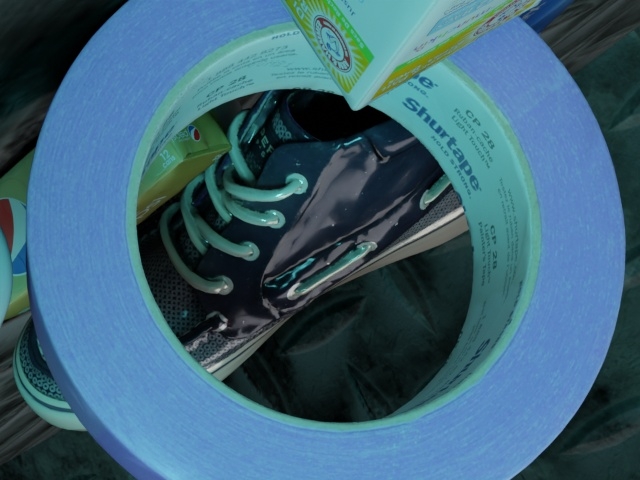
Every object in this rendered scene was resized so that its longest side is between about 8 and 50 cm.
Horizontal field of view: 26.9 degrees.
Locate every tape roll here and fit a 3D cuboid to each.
[{"bbox_3d":[0.000,0.000,0.635,0.275,0.275,0.090,-32,177,-17],"label":"tape roll"}]

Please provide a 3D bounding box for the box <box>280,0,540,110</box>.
[{"bbox_3d":[0.052,-0.148,0.522,0.114,0.103,0.203,-32,175,-19],"label":"box"}]

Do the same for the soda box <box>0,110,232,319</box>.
[{"bbox_3d":[-0.139,-0.024,0.757,0.181,0.061,0.058,-36,174,27],"label":"soda box"}]

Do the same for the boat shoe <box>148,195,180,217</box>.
[{"bbox_3d":[-0.065,-0.037,1.048,0.227,0.079,0.081,-27,177,-32],"label":"boat shoe"}]

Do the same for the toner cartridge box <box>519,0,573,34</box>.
[{"bbox_3d":[0.138,-0.197,0.808,0.165,0.075,0.348,-33,175,-25],"label":"toner cartridge box"}]

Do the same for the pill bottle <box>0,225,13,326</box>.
[{"bbox_3d":[-0.209,0.038,0.646,0.103,0.103,0.184,-32,175,-26],"label":"pill bottle"}]

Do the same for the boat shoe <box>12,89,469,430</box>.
[{"bbox_3d":[-0.049,-0.018,0.799,0.340,0.127,0.158,-31,152,-7],"label":"boat shoe"}]

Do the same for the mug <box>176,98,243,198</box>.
[{"bbox_3d":[-0.074,-0.053,0.907,0.078,0.064,0.062,-32,176,-15],"label":"mug"}]
